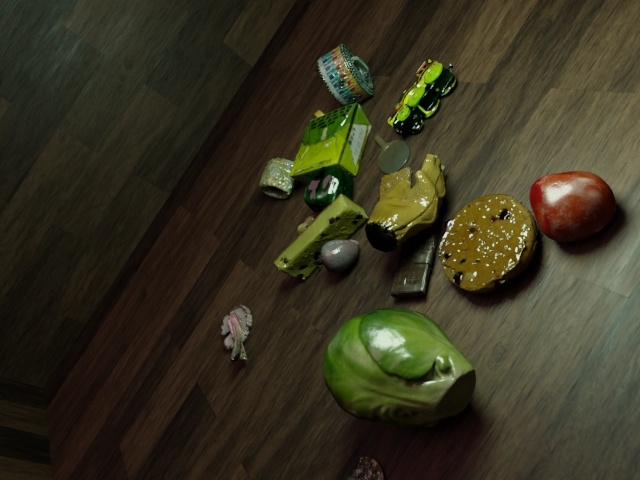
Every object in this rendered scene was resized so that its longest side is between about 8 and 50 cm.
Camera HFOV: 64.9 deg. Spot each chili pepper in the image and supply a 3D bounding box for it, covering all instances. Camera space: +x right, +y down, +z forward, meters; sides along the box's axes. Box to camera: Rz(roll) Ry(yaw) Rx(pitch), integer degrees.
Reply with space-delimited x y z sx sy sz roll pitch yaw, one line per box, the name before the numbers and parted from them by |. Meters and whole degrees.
chili pepper | 0.025 -0.143 1.859 0.174 0.165 0.260 12 86 44

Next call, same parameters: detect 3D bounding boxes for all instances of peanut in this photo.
peanut | -0.049 -0.061 1.984 0.113 0.054 0.054 -39 39 22

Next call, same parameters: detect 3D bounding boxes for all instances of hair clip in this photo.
hair clip | -0.321 0.373 1.947 0.173 0.069 0.300 -47 27 11

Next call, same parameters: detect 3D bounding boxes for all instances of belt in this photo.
belt | 0.123 -0.675 2.083 0.161 0.295 0.206 -27 61 24

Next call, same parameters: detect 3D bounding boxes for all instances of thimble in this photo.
thimble | -0.173 -0.273 2.220 0.191 0.137 0.143 9 67 36

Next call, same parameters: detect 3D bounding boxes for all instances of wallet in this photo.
wallet | 0.284 0.062 1.505 0.124 0.042 0.230 -10 49 46

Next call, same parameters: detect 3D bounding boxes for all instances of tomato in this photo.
tomato | 0.587 -0.093 1.187 0.187 0.151 0.187 -31 38 28

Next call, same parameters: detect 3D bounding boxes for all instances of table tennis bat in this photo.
table tennis bat | 0.255 -0.330 1.865 0.131 0.022 0.234 -45 40 17

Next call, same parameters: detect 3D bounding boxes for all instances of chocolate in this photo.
chocolate | 0.045 -0.374 2.043 0.301 0.137 0.288 -7 58 48

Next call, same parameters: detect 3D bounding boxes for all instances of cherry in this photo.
cherry | 0.067 0.055 1.740 0.115 0.188 0.148 39 84 16

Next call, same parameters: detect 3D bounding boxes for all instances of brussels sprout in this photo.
brussels sprout | 0.192 0.309 1.226 0.355 0.289 0.281 15 89 40

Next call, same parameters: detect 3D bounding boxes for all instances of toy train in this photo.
toy train | 0.358 -0.511 1.816 0.296 0.100 0.160 -51 29 8

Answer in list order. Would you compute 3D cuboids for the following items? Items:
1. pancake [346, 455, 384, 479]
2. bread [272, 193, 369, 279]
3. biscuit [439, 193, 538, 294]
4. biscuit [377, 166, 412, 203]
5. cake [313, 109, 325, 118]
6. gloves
pancake | 0.114 0.627 1.290 0.116 0.023 0.129 28 85 52
bread | 0.000 -0.001 1.803 0.361 0.138 0.077 -44 45 17
biscuit | 0.442 0.009 1.337 0.296 0.075 0.295 -35 40 36
biscuit | 0.250 -0.139 1.716 0.131 0.025 0.230 -15 52 42
cake | 0.006 -0.545 2.263 0.044 0.084 0.084 -43 37 4
gloves | 0.276 -0.107 1.524 0.356 0.155 0.203 -52 18 -19
